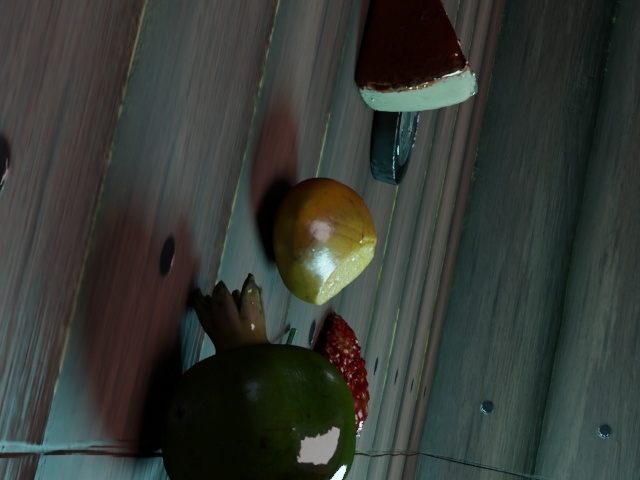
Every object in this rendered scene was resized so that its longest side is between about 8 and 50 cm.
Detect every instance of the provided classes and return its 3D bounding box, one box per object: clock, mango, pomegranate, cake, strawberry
[{"bbox_3d":[0.125,-0.198,1.932,0.215,0.041,0.215,10,90,-78],"label":"clock"},{"bbox_3d":[-0.005,-0.003,1.368,0.141,0.102,0.217,-56,164,0],"label":"mango"},{"bbox_3d":[-0.062,0.146,1.090,0.187,0.187,0.225,50,27,-74],"label":"pomegranate"},{"bbox_3d":[0.103,-0.308,1.726,0.158,0.159,0.262,48,19,-74],"label":"cake"},{"bbox_3d":[0.032,0.206,1.730,0.167,0.087,0.208,49,50,-73],"label":"strawberry"}]

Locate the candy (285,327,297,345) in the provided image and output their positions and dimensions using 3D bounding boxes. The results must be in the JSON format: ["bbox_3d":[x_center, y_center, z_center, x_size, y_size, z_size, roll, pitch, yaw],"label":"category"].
[{"bbox_3d":[-0.047,0.150,1.439,0.202,0.061,0.061,-72,168,-70],"label":"candy"}]
